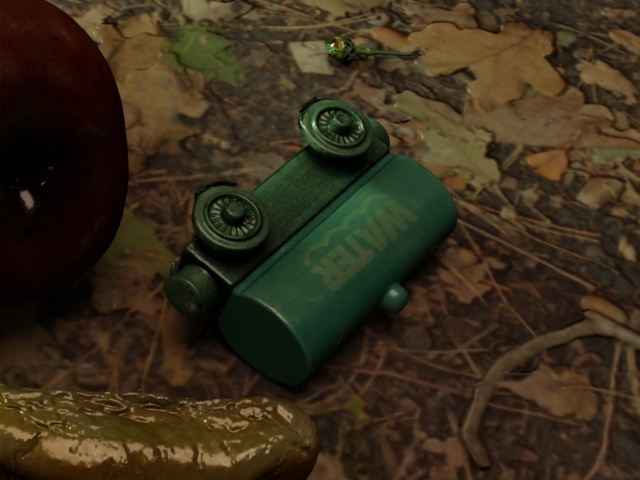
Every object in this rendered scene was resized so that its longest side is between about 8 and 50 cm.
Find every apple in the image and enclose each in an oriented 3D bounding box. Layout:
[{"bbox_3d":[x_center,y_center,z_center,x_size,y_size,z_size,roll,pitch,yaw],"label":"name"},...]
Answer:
[{"bbox_3d":[-0.244,-0.072,0.964,0.234,0.234,0.234,6,44,-6],"label":"apple"}]

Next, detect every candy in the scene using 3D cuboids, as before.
[{"bbox_3d":[0.045,-0.173,1.282,0.083,0.025,0.023,-1,72,-25],"label":"candy"}]

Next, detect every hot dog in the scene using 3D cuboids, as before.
[{"bbox_3d":[-0.121,0.139,0.874,0.242,0.084,0.073,5,43,-9],"label":"hot dog"}]

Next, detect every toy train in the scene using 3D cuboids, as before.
[{"bbox_3d":[0.000,0.000,1.043,0.159,0.101,0.248,39,50,9],"label":"toy train"}]
